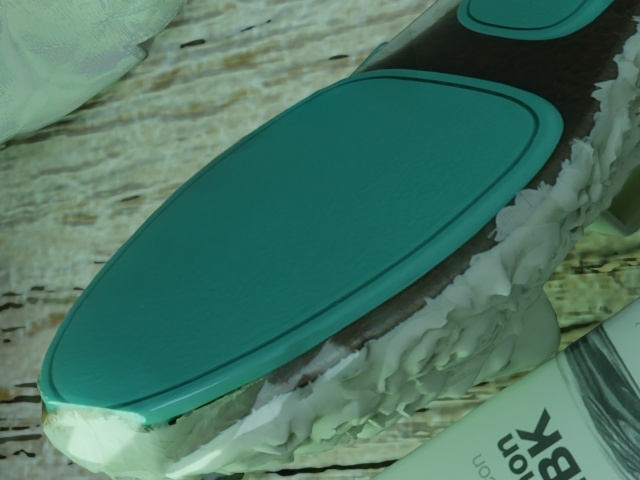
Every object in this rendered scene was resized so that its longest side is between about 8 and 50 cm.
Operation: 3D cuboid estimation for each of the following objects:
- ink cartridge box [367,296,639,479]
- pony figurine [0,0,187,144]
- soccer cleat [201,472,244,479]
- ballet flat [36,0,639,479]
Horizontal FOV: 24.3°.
[{"bbox_3d":[0.179,0.112,0.560,0.273,0.114,0.197,-37,62,18],"label":"ink cartridge box"},{"bbox_3d":[-0.291,-0.115,0.768,0.351,0.303,0.363,-40,69,14],"label":"pony figurine"},{"bbox_3d":[-0.001,0.000,0.710,0.289,0.093,0.121,-40,54,14],"label":"soccer cleat"},{"bbox_3d":[0.081,-0.031,0.567,0.147,0.147,0.409,31,65,32],"label":"ballet flat"}]
